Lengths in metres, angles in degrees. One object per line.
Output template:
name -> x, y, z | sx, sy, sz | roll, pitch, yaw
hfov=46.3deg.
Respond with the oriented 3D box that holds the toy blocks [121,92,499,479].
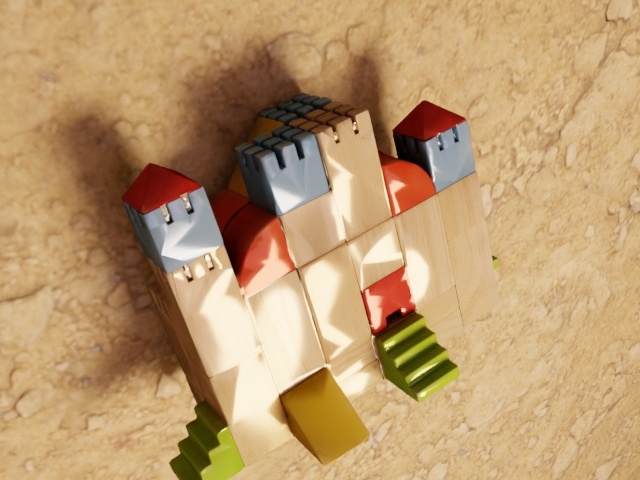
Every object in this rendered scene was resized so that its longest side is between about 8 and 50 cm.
toy blocks -> 0.000, 0.000, 0.643 | 0.381, 0.190, 0.261 | -28, 119, -22
